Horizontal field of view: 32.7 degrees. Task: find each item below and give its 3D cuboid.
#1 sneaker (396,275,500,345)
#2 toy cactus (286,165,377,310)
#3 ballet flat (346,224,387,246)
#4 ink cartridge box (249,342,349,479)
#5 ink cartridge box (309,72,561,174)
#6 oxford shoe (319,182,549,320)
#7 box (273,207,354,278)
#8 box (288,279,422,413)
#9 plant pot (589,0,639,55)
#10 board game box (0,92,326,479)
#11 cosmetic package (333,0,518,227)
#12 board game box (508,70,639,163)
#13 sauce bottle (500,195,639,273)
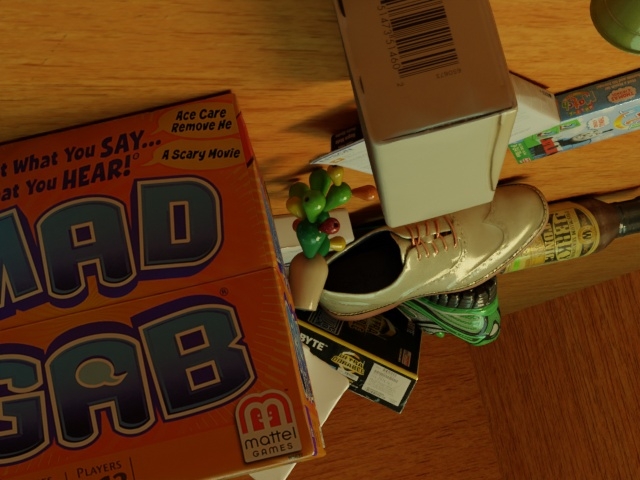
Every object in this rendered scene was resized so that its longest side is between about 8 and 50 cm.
[{"bbox_3d":[0.166,0.098,1.894,0.134,0.146,0.343,-32,-147,-28],"label":"sneaker"},{"bbox_3d":[0.000,0.000,1.390,0.112,0.181,0.219,10,173,-7],"label":"toy cactus"},{"bbox_3d":[0.132,-0.001,1.817,0.203,0.074,0.074,-13,169,3],"label":"ballet flat"},{"bbox_3d":[-0.159,0.172,1.511,0.207,0.353,0.119,-56,168,-5],"label":"ink cartridge box"},{"bbox_3d":[0.129,-0.130,1.236,0.223,0.045,0.224,-20,166,30],"label":"ink cartridge box"},{"bbox_3d":[0.172,0.018,1.693,0.397,0.140,0.146,-27,166,4],"label":"oxford shoe"},{"bbox_3d":[-0.122,0.031,1.726,0.232,0.059,0.322,-7,166,-29],"label":"box"},{"bbox_3d":[0.043,0.154,1.854,0.257,0.079,0.322,24,-166,2],"label":"box"},{"bbox_3d":[0.286,-0.216,0.939,0.083,0.083,0.079,-10,157,-15],"label":"plant pot"},{"bbox_3d":[-0.207,0.098,1.176,0.356,0.356,0.356,-13,169,-1],"label":"board game box"},{"bbox_3d":[0.084,-0.124,0.927,0.113,0.160,0.309,-14,170,4],"label":"cosmetic package"},{"bbox_3d":[0.337,-0.156,1.367,0.211,0.039,0.160,-17,168,15],"label":"board game box"},{"bbox_3d":[0.449,-0.020,1.995,0.344,0.111,0.111,-13,169,-8],"label":"sauce bottle"}]
